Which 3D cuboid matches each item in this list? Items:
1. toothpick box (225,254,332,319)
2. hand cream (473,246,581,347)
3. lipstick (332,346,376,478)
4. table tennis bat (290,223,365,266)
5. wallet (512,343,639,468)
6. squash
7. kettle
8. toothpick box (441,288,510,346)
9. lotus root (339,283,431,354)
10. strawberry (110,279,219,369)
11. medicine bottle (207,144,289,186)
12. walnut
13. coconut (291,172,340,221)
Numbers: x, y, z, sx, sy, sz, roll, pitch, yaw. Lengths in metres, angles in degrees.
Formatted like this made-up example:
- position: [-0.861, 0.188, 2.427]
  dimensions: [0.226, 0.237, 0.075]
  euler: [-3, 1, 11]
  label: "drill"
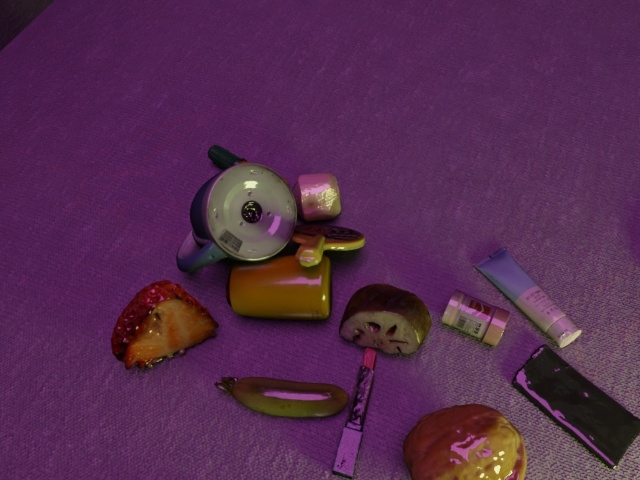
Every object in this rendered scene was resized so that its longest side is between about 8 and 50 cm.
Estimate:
- position: [-0.108, 0.125, 1.378]
  dimensions: [0.272, 0.175, 0.174]
  euler: [-1, 59, 6]
  label: "toothpick box"
- position: [0.556, 0.150, 1.395]
  dimensions: [0.111, 0.070, 0.312]
  euler: [-27, 53, -11]
  label: "hand cream"
- position: [0.094, 0.412, 1.261]
  dimensions: [0.051, 0.051, 0.312]
  euler: [12, 58, 12]
  label: "lipstick"
- position: [0.000, 0.000, 1.386]
  dimensions: [0.224, 0.368, 0.054]
  euler: [9, 104, 11]
  label: "table tennis bat"
- position: [0.617, 0.393, 1.251]
  dimensions: [0.146, 0.030, 0.285]
  euler: [-41, 63, -16]
  label: "wallet"
- position: [-0.099, 0.386, 1.268]
  dimensions: [0.341, 0.094, 0.094]
  euler: [5, 59, 4]
  label: "squash"
- position: [-0.272, -0.042, 1.418]
  dimensions: [0.247, 0.342, 0.319]
  euler: [48, 67, -20]
  label: "kettle"
- position: [0.402, 0.199, 1.342]
  dimensions: [0.149, 0.098, 0.098]
  euler: [23, 63, 18]
  label: "toothpick box"
- position: [0.166, 0.200, 1.335]
  dimensions: [0.235, 0.138, 0.119]
  euler: [9, 29, 16]
  label: "lotus root"
- position: [-0.423, 0.196, 1.303]
  dimensions: [0.253, 0.280, 0.150]
  euler: [-30, 58, -3]
  label: "strawberry"
- position: [-0.239, -0.215, 1.649]
  dimensions: [0.309, 0.076, 0.111]
  euler: [33, 65, 22]
  label: "medicine bottle"
- position: [0.314, 0.466, 1.108]
  dimensions: [0.257, 0.224, 0.257]
  euler: [-18, 32, 12]
  label: "walnut"
- position: [-0.021, -0.130, 1.547]
  dimensions: [0.153, 0.147, 0.147]
  euler: [-7, 58, -3]
  label: "coconut"
